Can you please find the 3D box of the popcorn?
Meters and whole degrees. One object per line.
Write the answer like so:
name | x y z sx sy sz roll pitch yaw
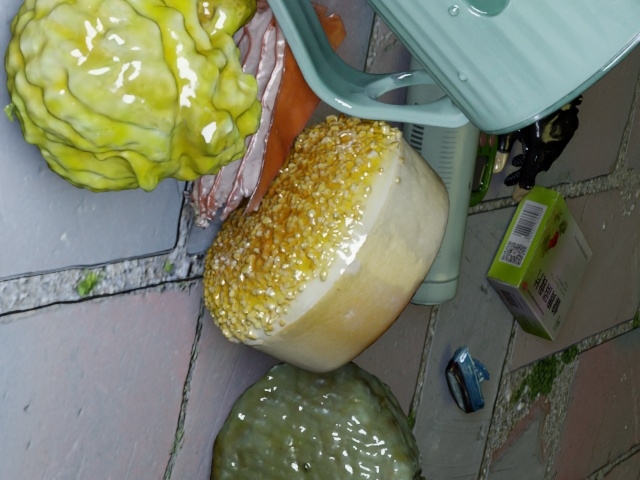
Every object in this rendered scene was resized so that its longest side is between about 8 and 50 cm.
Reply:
popcorn | -0.165 -0.164 1.274 0.236 0.205 0.252 -22 108 -35

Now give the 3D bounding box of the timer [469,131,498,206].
timer | 0.203 -0.110 2.082 0.140 0.047 0.128 -6 109 -59

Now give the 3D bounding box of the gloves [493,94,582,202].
gloves | 0.324 -0.141 2.211 0.129 0.106 0.181 -25 123 -55

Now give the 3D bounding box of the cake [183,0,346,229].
cake | -0.069 -0.144 1.549 0.287 0.098 0.135 -67 150 -22

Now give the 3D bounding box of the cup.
cup | 0.114 -0.296 1.380 0.401 0.392 0.310 -46 -165 6

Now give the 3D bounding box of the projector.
projector | 0.151 -0.087 1.946 0.108 0.108 0.338 -22 124 -54

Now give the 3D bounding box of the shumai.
shumai | 0.026 0.296 1.818 0.288 0.291 0.330 -3 87 -67

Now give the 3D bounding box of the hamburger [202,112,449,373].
hamburger | 0.000 0.000 1.560 0.170 0.302 0.302 34 71 -16

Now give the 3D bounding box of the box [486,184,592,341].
box | 0.366 0.040 2.430 0.175 0.062 0.260 -65 151 -13

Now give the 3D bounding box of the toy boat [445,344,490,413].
toy boat | 0.232 0.215 2.298 0.061 0.060 0.137 -39 135 -15
